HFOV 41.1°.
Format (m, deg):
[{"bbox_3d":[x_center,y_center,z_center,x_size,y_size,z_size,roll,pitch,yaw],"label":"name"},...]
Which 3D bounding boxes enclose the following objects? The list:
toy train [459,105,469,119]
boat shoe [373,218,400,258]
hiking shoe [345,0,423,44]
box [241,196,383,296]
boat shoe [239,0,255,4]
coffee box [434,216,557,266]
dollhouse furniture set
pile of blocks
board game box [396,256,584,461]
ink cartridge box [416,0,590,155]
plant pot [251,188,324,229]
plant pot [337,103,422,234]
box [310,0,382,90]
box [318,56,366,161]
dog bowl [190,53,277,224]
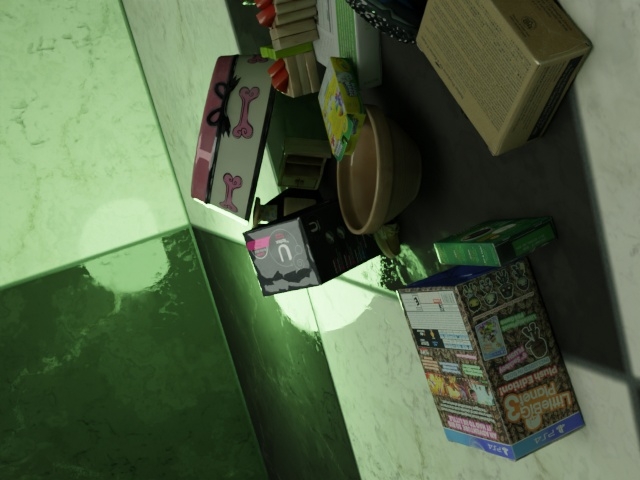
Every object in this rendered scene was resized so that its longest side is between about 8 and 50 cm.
[{"bbox_3d":[0.214,-0.263,1.322,0.027,0.036,0.158,-5,103,70],"label":"toy train"},{"bbox_3d":[0.136,-0.028,1.746,0.045,0.050,0.135,-13,104,46],"label":"boat shoe"},{"bbox_3d":[0.078,-0.448,1.396,0.304,0.132,0.113,43,-173,13],"label":"hiking shoe"},{"bbox_3d":[0.000,0.000,1.748,0.165,0.270,0.144,-15,96,39],"label":"box"},{"bbox_3d":[-0.202,-0.694,1.892,0.132,0.130,0.356,48,151,48],"label":"boat shoe"},{"bbox_3d":[0.268,0.002,1.323,0.184,0.113,0.041,-2,110,69],"label":"coffee box"},{"bbox_3d":[-0.042,-0.088,1.939,0.161,0.212,0.242,112,160,-62],"label":"dollhouse furniture set"},{"bbox_3d":[-0.081,-0.437,1.673,0.149,0.112,0.362,53,154,42],"label":"pile of blocks"},{"bbox_3d":[0.277,0.192,1.433,0.291,0.141,0.232,71,161,-2],"label":"board game box"},{"bbox_3d":[0.239,-0.269,1.170,0.235,0.088,0.193,61,160,24],"label":"ink cartridge box"},{"bbox_3d":[-0.072,-0.018,2.143,0.188,0.166,0.188,63,158,20],"label":"plant pot"},{"bbox_3d":[0.115,-0.130,1.567,0.237,0.109,0.238,179,90,-74],"label":"plant pot"},{"bbox_3d":[0.015,-0.454,1.654,0.322,0.058,0.232,49,152,49],"label":"box"},{"bbox_3d":[0.040,-0.238,1.556,0.105,0.043,0.179,110,157,-49],"label":"box"},{"bbox_3d":[-0.199,-0.248,1.997,0.408,0.150,0.408,-168,90,-85],"label":"dog bowl"}]
